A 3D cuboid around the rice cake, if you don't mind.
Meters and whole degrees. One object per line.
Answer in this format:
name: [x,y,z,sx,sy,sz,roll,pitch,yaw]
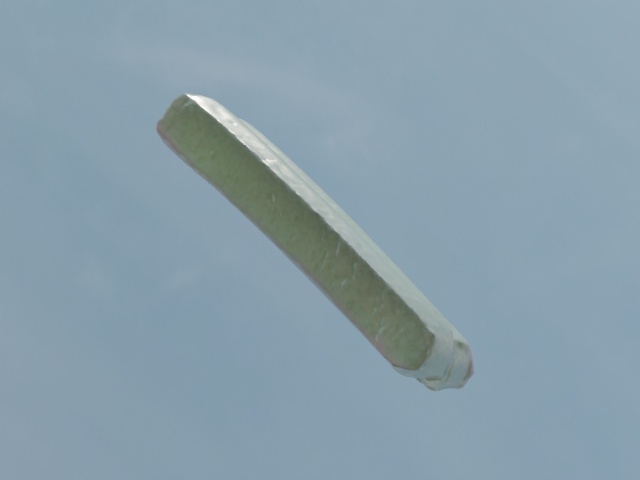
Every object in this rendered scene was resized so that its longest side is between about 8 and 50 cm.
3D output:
rice cake: [-0.001,-0.001,1.076,0.222,0.080,0.042,44,-80,25]
